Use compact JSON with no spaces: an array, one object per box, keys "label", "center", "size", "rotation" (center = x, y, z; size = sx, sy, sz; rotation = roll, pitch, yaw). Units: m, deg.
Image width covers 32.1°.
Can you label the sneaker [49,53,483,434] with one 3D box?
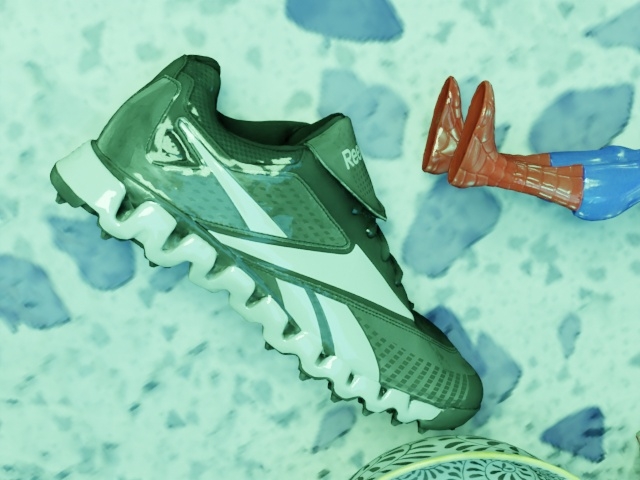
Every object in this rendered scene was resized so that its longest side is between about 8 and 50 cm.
[{"label":"sneaker","center":[0.000,0.000,0.514],"size":[0.234,0.078,0.106],"rotation":[36,99,-14]}]

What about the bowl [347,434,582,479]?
[{"label":"bowl","center":[0.063,0.156,0.558],"size":[0.170,0.080,0.170],"rotation":[-3,114,-6]}]

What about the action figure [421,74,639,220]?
[{"label":"action figure","center":[0.204,-0.057,0.527],"size":[0.280,0.091,0.139],"rotation":[15,100,-11]}]

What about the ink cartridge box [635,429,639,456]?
[{"label":"ink cartridge box","center":[0.270,0.252,0.493],"size":[0.130,0.309,0.272],"rotation":[-32,109,29]}]
